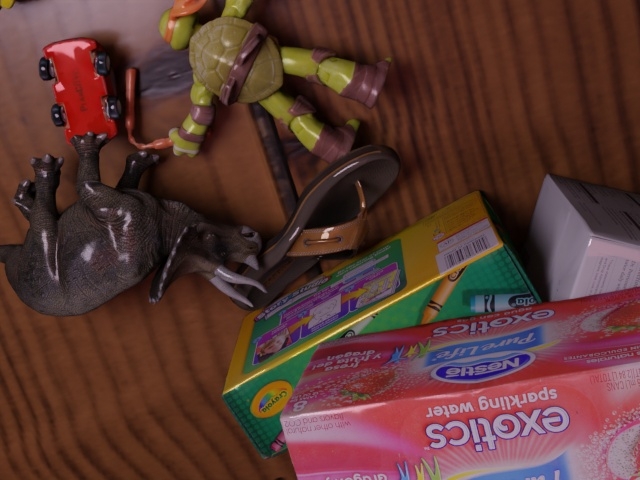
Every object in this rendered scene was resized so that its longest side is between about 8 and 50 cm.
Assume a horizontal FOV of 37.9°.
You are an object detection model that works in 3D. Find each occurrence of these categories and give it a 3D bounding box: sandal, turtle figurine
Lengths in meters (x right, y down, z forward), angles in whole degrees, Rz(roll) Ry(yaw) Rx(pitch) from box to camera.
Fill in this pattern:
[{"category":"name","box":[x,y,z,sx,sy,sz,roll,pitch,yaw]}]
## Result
[{"category":"sandal","box":[0.000,0.000,0.869,0.219,0.090,0.060,-44,62,17]},{"category":"turtle figurine","box":[-0.052,-0.167,0.821,0.217,0.087,0.269,24,108,-6]}]

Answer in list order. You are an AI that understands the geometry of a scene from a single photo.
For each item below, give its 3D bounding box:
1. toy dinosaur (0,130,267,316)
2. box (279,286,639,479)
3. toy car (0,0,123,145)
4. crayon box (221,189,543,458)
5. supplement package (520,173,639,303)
[{"category":"toy dinosaur","box":[-0.218,0.003,0.847,0.314,0.121,0.160,-14,74,11]},{"category":"box","box":[0.141,0.145,0.689,0.300,0.142,0.154,-11,104,15]},{"category":"toy car","box":[-0.210,-0.232,0.823,0.225,0.053,0.239,-40,104,13]},{"category":"crayon box","box":[0.053,0.071,0.857,0.279,0.165,0.081,-29,105,11]},{"category":"supplement package","box":[0.317,0.083,0.833,0.263,0.198,0.199,13,109,-1]}]
